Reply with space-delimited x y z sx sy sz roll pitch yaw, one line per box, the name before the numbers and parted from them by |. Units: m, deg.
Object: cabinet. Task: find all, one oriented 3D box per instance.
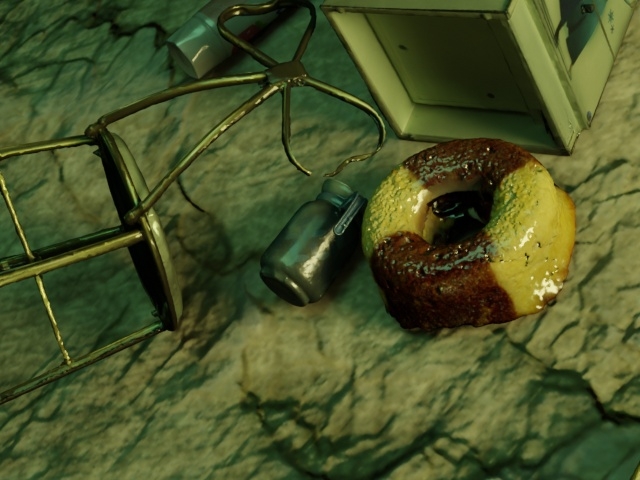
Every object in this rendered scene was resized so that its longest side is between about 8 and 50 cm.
cabinet | 0.124 -0.186 0.965 0.150 0.145 0.206 8 61 32

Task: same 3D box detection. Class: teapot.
teapot | -0.004 -0.002 0.952 0.049 0.063 0.083 30 73 20

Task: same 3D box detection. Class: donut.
donut | 0.092 -0.006 0.912 0.140 0.059 0.140 -14 48 16

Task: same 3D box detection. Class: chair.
chair | -0.126 -0.015 0.959 0.325 0.170 0.160 -20 51 -10

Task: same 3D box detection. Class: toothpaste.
toothpaste | -0.038 -0.203 1.137 0.194 0.043 0.067 -41 45 -13

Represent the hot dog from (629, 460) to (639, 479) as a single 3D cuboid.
hot dog | 0.190 0.143 0.764 0.056 0.041 0.133 16 71 44
